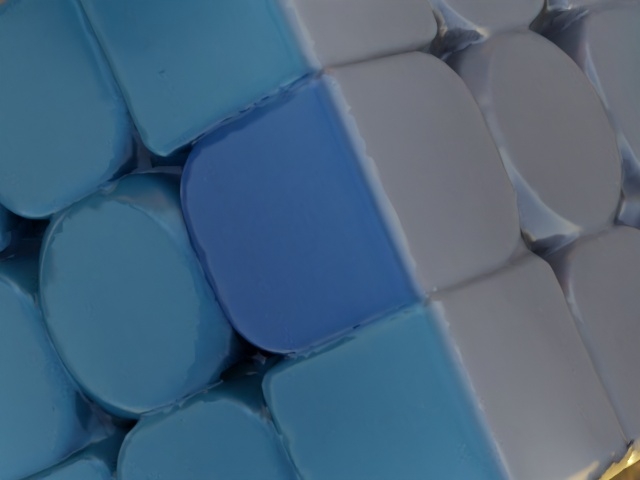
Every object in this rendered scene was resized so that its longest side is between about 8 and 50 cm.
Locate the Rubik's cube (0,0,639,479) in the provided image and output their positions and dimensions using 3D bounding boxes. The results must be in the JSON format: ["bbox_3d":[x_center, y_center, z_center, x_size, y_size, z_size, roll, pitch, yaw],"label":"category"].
[{"bbox_3d":[0.000,0.000,0.893,0.291,0.291,0.290,-25,86,38],"label":"Rubik's cube"}]
